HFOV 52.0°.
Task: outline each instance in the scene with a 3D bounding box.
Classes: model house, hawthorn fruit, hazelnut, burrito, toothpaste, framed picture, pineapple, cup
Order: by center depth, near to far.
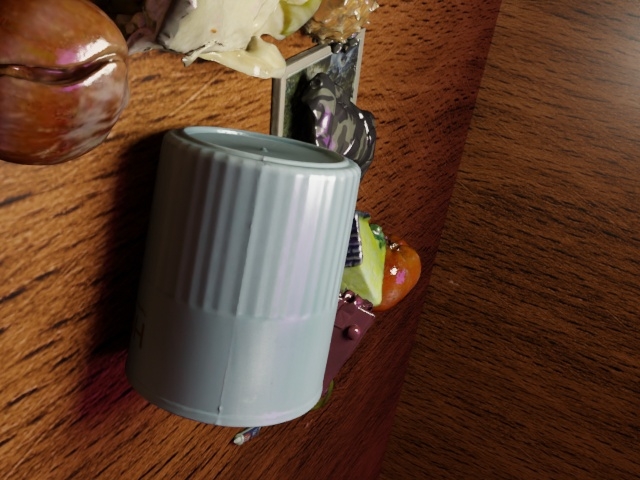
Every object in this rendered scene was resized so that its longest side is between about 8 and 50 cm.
[{"bbox_3d":[-0.220,-0.128,0.514,0.143,0.143,0.154,-47,167,-50],"label":"hazelnut"},{"bbox_3d":[-0.105,-0.276,0.698,0.190,0.135,0.332,-68,165,17],"label":"burrito"},{"bbox_3d":[-0.080,0.024,0.859,0.331,0.257,0.311,-22,126,-63],"label":"cup"},{"bbox_3d":[0.014,-0.352,0.975,0.278,0.158,0.158,8,101,-83],"label":"pineapple"},{"bbox_3d":[0.000,0.000,1.165,0.211,0.194,0.170,65,30,-46],"label":"model house"},{"bbox_3d":[-0.004,-0.235,1.178,0.324,0.020,0.240,-44,148,-52],"label":"framed picture"},{"bbox_3d":[-0.149,0.402,1.366,0.037,0.021,0.140,-67,163,3],"label":"toothpaste"},{"bbox_3d":[0.129,0.092,1.606,0.225,0.196,0.196,-62,165,22],"label":"hawthorn fruit"}]

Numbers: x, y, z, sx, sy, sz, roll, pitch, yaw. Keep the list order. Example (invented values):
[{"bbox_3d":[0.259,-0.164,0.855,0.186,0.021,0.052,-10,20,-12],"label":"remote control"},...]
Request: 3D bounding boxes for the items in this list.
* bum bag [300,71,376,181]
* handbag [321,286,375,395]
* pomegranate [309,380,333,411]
[{"bbox_3d":[0.044,-0.189,1.183,0.340,0.095,0.144,10,85,-72],"label":"bum bag"},{"bbox_3d":[-0.037,0.154,1.113,0.216,0.203,0.074,-57,-160,21],"label":"handbag"},{"bbox_3d":[-0.035,0.319,1.471,0.130,0.130,0.130,-53,154,-41],"label":"pomegranate"}]
